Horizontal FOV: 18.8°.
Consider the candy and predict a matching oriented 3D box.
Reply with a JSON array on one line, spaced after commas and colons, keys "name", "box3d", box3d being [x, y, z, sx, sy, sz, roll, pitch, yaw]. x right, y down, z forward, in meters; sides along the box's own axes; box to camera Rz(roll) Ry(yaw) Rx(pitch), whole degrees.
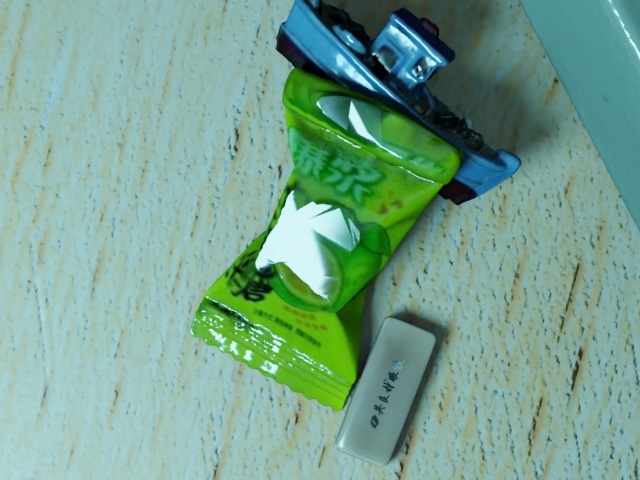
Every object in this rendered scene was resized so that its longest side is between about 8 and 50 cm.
[{"name": "candy", "box3d": [0.000, 0.000, 1.507, 0.149, 0.069, 0.246, 27, 105, 6]}]

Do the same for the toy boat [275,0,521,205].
[{"name": "toy boat", "box3d": [0.066, -0.124, 1.511, 0.223, 0.100, 0.097, 41, 105, 0]}]

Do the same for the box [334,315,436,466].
[{"name": "box", "box3d": [0.052, 0.120, 1.535, 0.048, 0.025, 0.115, 23, 86, -1]}]

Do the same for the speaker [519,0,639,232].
[{"name": "speaker", "box3d": [0.320, -0.108, 1.493, 0.184, 0.183, 0.406, -27, 89, -10]}]
